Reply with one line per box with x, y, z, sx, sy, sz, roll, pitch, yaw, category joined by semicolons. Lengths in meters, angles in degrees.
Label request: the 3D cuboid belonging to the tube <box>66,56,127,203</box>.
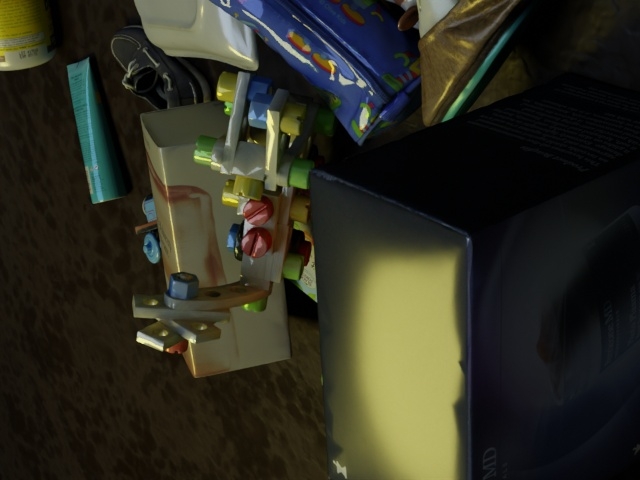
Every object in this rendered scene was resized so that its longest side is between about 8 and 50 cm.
-0.330;-0.158;1.825;0.080;0.052;0.207;-7;98;51;tube

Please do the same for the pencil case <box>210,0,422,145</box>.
-0.024;-0.224;1.188;0.306;0.133;0.119;42;111;-2;pencil case

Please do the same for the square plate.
-0.169;-0.367;1.391;0.344;0.049;0.347;-156;55;-64;square plate

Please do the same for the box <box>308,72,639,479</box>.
0.162;0.056;1.021;0.182;0.294;0.296;27;130;46;box

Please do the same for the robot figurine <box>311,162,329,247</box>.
0.064;0.022;1.291;0.158;0.128;0.219;-114;9;-78;robot figurine

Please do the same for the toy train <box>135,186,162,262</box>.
-0.185;-0.031;1.667;0.184;0.080;0.105;-12;89;59;toy train

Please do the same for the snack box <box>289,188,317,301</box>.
0.000;0.000;1.452;0.100;0.037;0.141;38;136;39;snack box

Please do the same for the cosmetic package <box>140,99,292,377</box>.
-0.125;-0.005;1.508;0.153;0.129;0.296;-128;29;-65;cosmetic package

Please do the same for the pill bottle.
-0.455;-0.363;1.815;0.117;0.117;0.215;25;128;46;pill bottle

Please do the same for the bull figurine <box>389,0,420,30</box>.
0.046;-0.334;1.138;0.310;0.101;0.188;46;134;21;bull figurine

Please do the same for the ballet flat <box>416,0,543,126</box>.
0.147;-0.230;1.015;0.124;0.116;0.342;41;140;1;ballet flat

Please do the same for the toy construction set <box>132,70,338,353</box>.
-0.075;-0.025;1.313;0.151;0.215;0.328;26;112;2;toy construction set

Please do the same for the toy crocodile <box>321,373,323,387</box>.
0.076;0.058;1.169;0.105;0.115;0.340;16;106;8;toy crocodile

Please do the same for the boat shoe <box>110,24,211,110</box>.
-0.222;-0.219;1.615;0.206;0.065;0.075;38;137;37;boat shoe
